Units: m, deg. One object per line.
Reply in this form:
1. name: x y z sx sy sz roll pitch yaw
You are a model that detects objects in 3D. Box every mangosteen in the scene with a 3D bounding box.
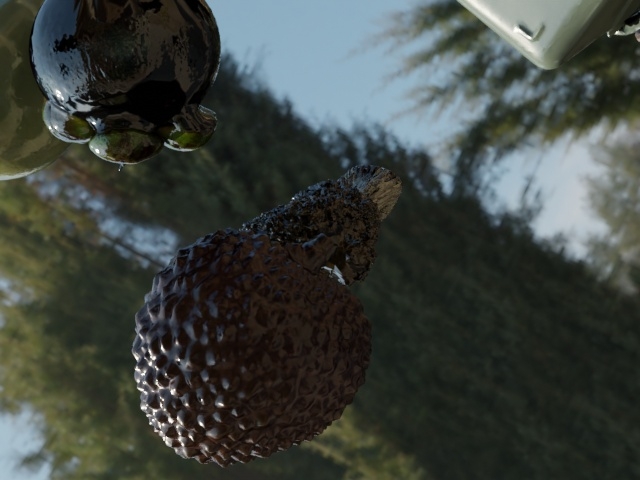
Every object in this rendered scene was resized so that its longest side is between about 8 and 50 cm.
1. mangosteen: -0.221 -0.201 1.510 0.243 0.243 0.243 -51 -24 -32

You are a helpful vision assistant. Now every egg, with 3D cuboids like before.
1. egg: -0.401 -0.221 1.730 0.295 0.218 0.218 -67 -19 -9

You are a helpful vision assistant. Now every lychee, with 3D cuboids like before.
1. lychee: -0.082 0.117 1.526 0.304 0.276 0.276 -56 -21 -8

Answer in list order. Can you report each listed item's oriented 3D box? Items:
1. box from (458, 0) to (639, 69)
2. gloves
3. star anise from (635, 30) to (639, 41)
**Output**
1. box: 0.114 -0.162 0.585 0.093 0.124 0.172 -42 -13 -37
2. gloves: 0.000 -0.007 1.801 0.312 0.210 0.135 -27 -81 -50
3. star anise: 0.372 -0.215 1.117 0.109 0.349 0.292 -35 -69 -41
